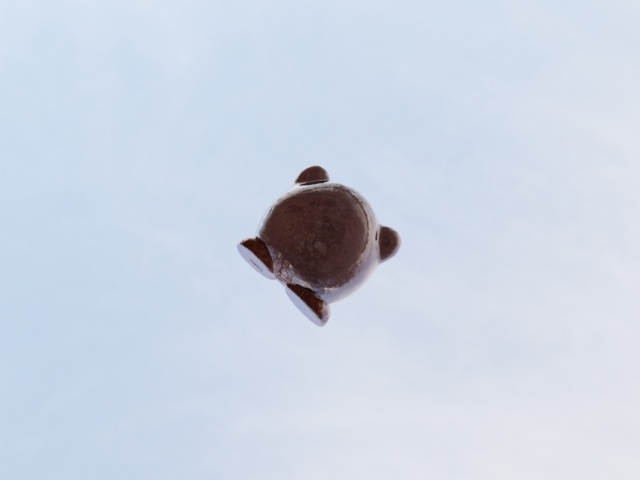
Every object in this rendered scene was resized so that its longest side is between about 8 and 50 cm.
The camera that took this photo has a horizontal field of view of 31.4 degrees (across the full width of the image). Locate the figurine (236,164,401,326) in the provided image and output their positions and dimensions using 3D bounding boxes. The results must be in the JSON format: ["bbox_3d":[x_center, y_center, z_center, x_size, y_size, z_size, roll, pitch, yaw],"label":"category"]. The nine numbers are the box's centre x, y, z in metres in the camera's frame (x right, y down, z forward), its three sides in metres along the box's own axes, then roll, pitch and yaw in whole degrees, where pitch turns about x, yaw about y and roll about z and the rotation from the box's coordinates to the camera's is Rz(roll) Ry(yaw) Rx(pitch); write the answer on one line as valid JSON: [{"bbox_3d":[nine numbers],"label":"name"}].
[{"bbox_3d":[0.000,0.000,1.518,0.173,0.173,0.173,1,-123,-2],"label":"figurine"}]
